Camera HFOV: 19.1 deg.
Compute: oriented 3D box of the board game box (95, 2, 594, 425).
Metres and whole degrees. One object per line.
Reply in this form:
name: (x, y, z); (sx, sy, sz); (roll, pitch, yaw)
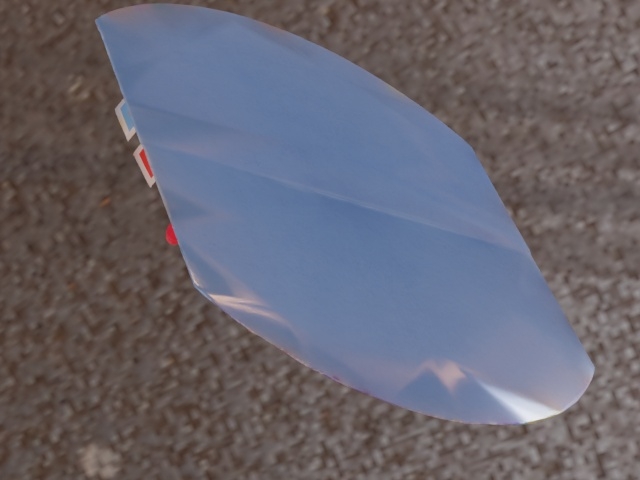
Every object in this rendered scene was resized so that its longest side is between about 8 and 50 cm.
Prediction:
board game box: (0.000, 0.000, 0.531); (0.133, 0.033, 0.168); (15, 34, -33)
